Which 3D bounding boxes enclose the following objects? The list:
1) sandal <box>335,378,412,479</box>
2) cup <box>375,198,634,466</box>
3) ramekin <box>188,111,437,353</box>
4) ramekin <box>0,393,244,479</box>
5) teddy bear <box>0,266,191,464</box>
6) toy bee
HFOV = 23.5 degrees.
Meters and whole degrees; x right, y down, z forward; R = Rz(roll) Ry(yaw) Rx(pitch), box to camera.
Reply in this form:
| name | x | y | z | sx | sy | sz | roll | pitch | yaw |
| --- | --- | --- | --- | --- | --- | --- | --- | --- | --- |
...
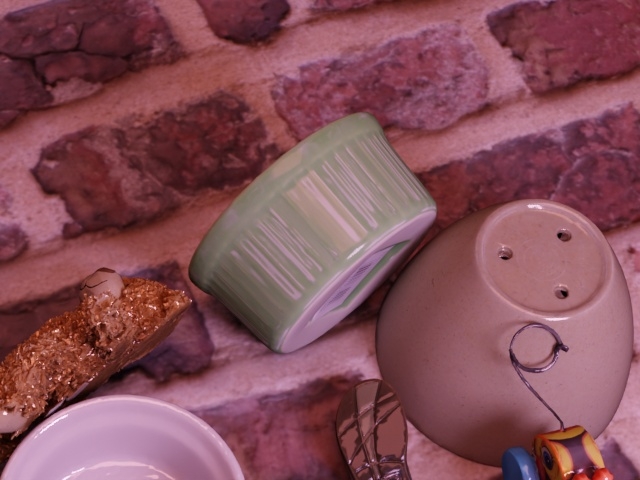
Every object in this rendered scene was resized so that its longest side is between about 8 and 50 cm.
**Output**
| name | x | y | z | sx | sy | sz | roll | pitch | yaw |
| --- | --- | --- | --- | --- | --- | --- | --- | --- | --- |
| sandal | 0.075 | 0.277 | 1.855 | 0.090 | 0.060 | 0.219 | -17 | 76 | -11 |
| cup | 0.247 | 0.080 | 1.893 | 0.331 | 0.237 | 0.331 | 4 | 57 | -6 |
| ramekin | 0.000 | 0.000 | 1.879 | 0.303 | 0.303 | 0.148 | -36 | 77 | -26 |
| ramekin | -0.223 | 0.325 | 1.731 | 0.277 | 0.135 | 0.277 | 4 | 58 | -6 |
| teddy bear | -0.307 | 0.135 | 1.784 | 0.338 | 0.245 | 0.113 | -41 | 82 | -22 |
| toy bee | 0.265 | 0.273 | 1.729 | 0.195 | 0.298 | 0.162 | -31 | 25 | -5 |
